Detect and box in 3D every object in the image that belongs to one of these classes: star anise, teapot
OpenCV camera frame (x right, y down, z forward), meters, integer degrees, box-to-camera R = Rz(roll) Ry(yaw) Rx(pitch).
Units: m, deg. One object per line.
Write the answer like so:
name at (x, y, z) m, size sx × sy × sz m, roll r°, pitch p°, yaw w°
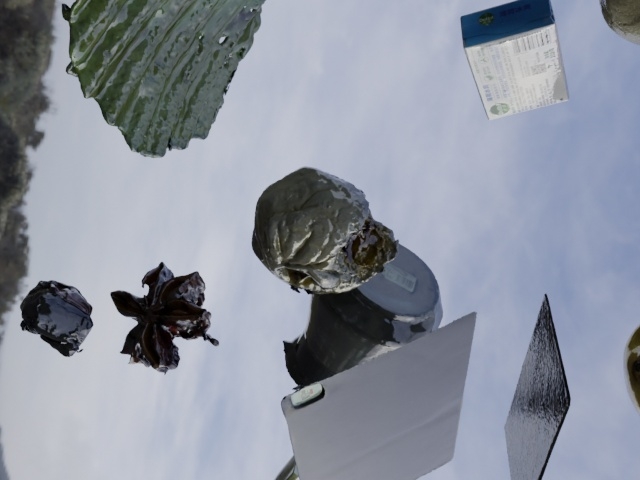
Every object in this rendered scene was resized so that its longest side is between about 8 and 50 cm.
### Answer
star anise at (-0.283, 0.148, 1.278) m, size 0.126 × 0.190 × 0.220 m, roll 68°, pitch 0°, yaw -52°
teapot at (0.116, 0.214, 1.615) m, size 0.361 × 0.376 × 0.305 m, roll -62°, pitch -179°, yaw 37°

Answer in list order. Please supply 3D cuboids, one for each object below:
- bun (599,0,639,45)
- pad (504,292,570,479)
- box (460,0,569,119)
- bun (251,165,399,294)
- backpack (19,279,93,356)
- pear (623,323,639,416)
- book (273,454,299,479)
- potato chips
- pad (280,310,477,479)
bun at (0.448, -0.347, 0.925) m, size 0.173 × 0.167 × 0.113 m, roll 56°, pitch 2°, yaw 1°
pad at (0.328, 0.272, 1.104) m, size 0.220 × 0.004 × 0.330 m, roll -80°, pitch 175°, yaw -53°
box at (0.318, -0.292, 1.153) m, size 0.139 × 0.194 × 0.073 m, roll -11°, pitch -120°, yaw 20°
bun at (-0.013, -0.006, 1.351) m, size 0.204 × 0.281 × 0.281 m, roll -58°, pitch -161°, yaw -15°
backpack at (-0.474, 0.124, 1.272) m, size 0.106 × 0.120 × 0.165 m, roll -54°, pitch -147°, yaw -4°
pear at (0.726, 0.261, 1.358) m, size 0.281 × 0.281 × 0.280 m, roll -170°, pitch -90°, yaw -66°
book at (-0.062, 0.384, 1.124) m, size 0.111 × 0.014 × 0.077 m, roll -54°, pitch -176°, yaw 18°
potato chips at (-0.189, -0.309, 1.031) m, size 0.097 × 0.373 × 0.389 m, roll 37°, pitch -65°, yaw 24°
pad at (0.038, 0.120, 0.434) m, size 0.193 × 0.116 × 0.004 m, roll 83°, pitch -19°, yaw -49°
